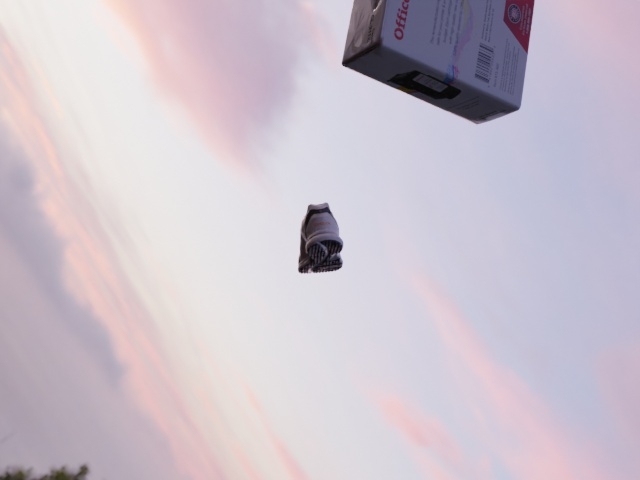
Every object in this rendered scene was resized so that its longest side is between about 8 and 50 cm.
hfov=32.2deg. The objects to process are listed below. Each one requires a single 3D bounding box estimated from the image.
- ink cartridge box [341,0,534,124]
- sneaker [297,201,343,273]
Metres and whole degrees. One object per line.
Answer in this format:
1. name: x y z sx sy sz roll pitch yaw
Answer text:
1. ink cartridge box: 0.118 -0.208 1.096 0.175 0.127 0.072 19 -18 -27
2. sneaker: 0.000 0.000 0.972 0.109 0.040 0.044 111 -29 -69
